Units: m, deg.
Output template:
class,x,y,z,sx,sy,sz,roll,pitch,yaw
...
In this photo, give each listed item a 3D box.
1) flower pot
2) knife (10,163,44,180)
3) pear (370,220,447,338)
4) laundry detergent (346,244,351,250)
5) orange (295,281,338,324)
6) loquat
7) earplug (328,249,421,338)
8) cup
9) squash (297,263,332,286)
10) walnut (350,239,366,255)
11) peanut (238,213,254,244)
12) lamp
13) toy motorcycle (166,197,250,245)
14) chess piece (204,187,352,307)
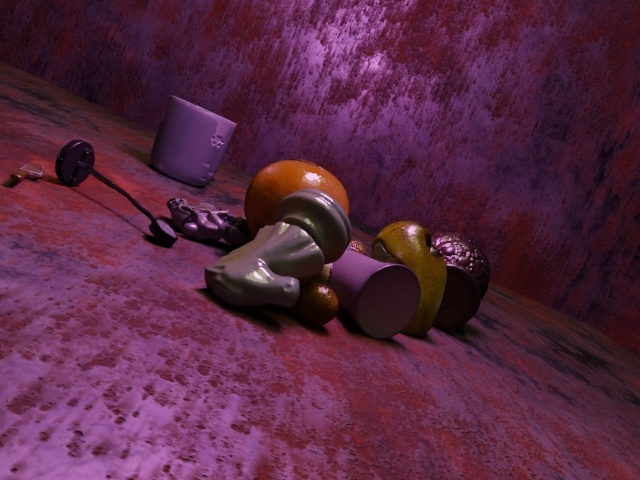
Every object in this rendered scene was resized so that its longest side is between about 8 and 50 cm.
class,x,y,z,sx,sy,sz,roll,pitch,yaw
flower pot,0.377,0.125,1.706,0.266,0.266,0.267,25,20,5
knife,-0.641,-0.147,1.255,0.046,0.022,0.256,12,8,-21
pear,0.216,0.086,1.457,0.164,0.255,0.238,18,16,-43
laundry detergent,0.000,0.000,1.815,0.264,0.125,0.398,27,7,23
orange,-0.009,0.125,1.146,0.095,0.085,0.085,40,14,22
loquat,-0.059,-0.079,1.414,0.263,0.263,0.263,24,9,-4
earplug,0.080,0.096,1.361,0.172,0.172,0.301,19,5,-32
cup,-0.480,-0.368,2.179,0.259,0.274,0.356,25,8,3
squash,-0.068,0.056,1.289,0.186,0.123,0.123,21,9,-8
walnut,0.118,0.038,2.043,0.096,0.082,0.079,25,-19,7
peanut,-0.194,-0.033,1.583,0.093,0.083,0.194,12,8,11
lamp,-0.468,-0.083,1.299,0.371,0.108,0.130,42,1,15
toy motorcycle,-0.285,-0.045,1.415,0.225,0.073,0.152,19,25,-4
chess piece,-0.077,0.033,1.114,0.176,0.176,0.298,28,46,20
